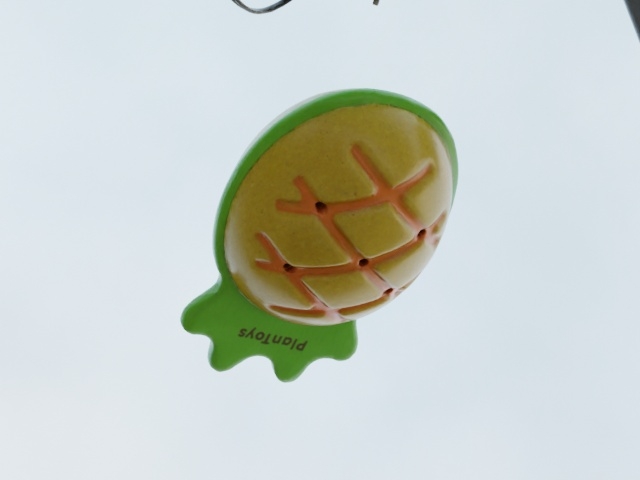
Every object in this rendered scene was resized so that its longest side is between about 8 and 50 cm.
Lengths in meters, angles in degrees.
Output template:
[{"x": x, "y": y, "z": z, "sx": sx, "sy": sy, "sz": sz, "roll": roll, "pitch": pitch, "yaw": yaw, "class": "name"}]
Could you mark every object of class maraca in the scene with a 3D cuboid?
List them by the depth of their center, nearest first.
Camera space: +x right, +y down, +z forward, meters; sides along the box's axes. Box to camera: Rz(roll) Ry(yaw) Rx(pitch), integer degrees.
[{"x": 0.000, "y": 0.000, "z": 0.934, "sx": 0.127, "sy": 0.099, "sz": 0.186, "roll": 14, "pitch": -60, "yaw": -25, "class": "maraca"}]

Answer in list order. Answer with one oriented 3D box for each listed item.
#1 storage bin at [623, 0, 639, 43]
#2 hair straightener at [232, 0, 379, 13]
[{"x": 0.220, "y": -0.107, "z": 0.954, "sx": 0.091, "sy": 0.098, "sz": 0.135, "roll": -26, "pitch": -112, "yaw": 22, "class": "storage bin"}, {"x": 0.031, "y": -0.175, "z": 1.038, "sx": 0.230, "sy": 0.047, "sz": 0.089, "roll": -21, "pitch": -60, "yaw": -31, "class": "hair straightener"}]
